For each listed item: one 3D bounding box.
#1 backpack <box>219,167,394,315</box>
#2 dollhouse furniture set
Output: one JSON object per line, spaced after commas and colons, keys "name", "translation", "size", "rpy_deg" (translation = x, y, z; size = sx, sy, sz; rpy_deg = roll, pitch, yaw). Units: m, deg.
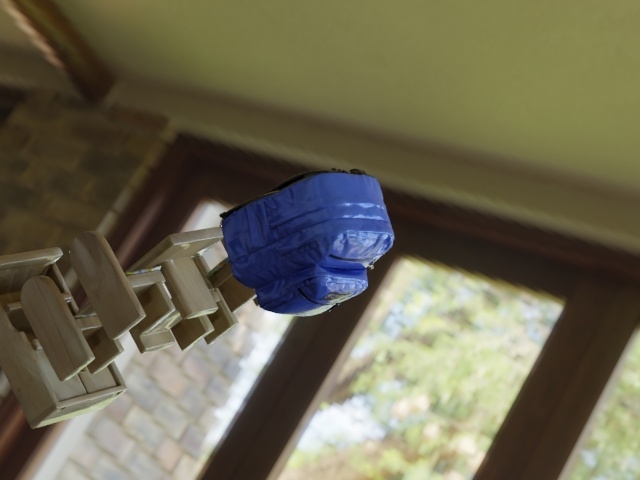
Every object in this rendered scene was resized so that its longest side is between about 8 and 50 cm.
{"name": "backpack", "translation": [0.000, 0.000, 1.282], "size": [0.120, 0.101, 0.098], "rpy_deg": [-30, -18, 37]}
{"name": "dollhouse furniture set", "translation": [-0.197, 0.039, 1.481], "size": [0.242, 0.212, 0.161], "rpy_deg": [-38, -105, 33]}
